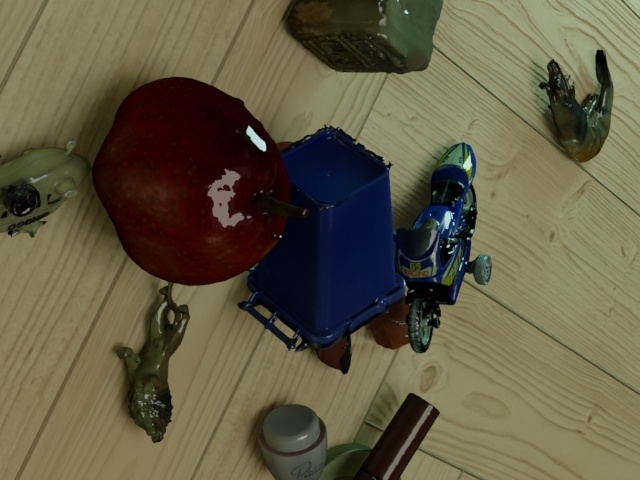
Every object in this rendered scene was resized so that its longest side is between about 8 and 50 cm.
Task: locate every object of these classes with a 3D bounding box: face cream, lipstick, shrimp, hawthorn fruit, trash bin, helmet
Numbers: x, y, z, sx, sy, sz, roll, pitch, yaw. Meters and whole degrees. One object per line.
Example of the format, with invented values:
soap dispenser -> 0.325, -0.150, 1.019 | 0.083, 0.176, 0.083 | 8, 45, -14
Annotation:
face cream -> -0.035, 0.272, 1.917 | 0.091, 0.091, 0.095 | -31, 130, -31
lipstick -> 0.049, 0.372, 2.006 | 0.356, 0.057, 0.057 | -56, 132, -12
shrimp -> 0.392, -0.216, 2.180 | 0.150, 0.051, 0.217 | -55, 139, -19
hawthorn fruit -> -0.123, -0.051, 1.612 | 0.210, 0.266, 0.230 | -34, 132, -36
trash bin -> 0.000, 0.000, 1.777 | 0.184, 0.162, 0.234 | -31, 142, -30
helmet -> 0.016, 0.142, 1.950 | 0.084, 0.049, 0.065 | 90, 8, -50

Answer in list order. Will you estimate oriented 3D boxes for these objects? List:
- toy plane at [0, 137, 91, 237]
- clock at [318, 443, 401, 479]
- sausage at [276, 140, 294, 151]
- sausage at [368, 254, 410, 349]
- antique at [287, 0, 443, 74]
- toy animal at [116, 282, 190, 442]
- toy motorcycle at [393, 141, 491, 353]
toy plane -> -0.365, -0.026, 1.543 | 0.286, 0.092, 0.108 | -29, 146, -35
clock -> 0.027, 0.402, 2.052 | 0.235, 0.029, 0.235 | -14, 112, -38
sausage -> -0.057, -0.089, 1.808 | 0.094, 0.054, 0.059 | -30, 127, -31
sausage -> 0.084, 0.066, 1.977 | 0.065, 0.065, 0.169 | -36, 124, -28
antique -> 0.088, -0.356, 1.816 | 0.125, 0.150, 0.284 | 35, 71, -46
toy animal -> -0.200, 0.136, 1.747 | 0.086, 0.069, 0.220 | -9, 115, -62
toy motorcycle -> 0.160, -0.001, 1.956 | 0.315, 0.113, 0.169 | -66, 151, -43
